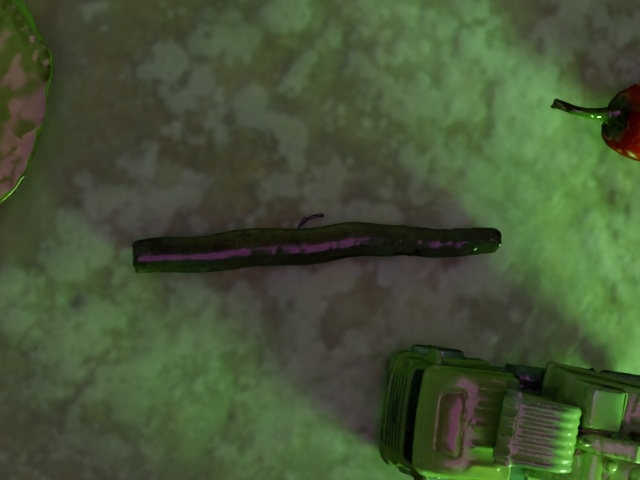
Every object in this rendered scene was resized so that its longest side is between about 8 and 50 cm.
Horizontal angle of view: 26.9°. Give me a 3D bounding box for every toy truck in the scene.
[{"bbox_3d":[0.140,0.117,0.812,0.191,0.116,0.085,9,88,-11],"label":"toy truck"}]

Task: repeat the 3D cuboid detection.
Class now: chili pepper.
[{"bbox_3d":[0.239,-0.069,0.861,0.191,0.050,0.059,7,73,-18],"label":"chili pepper"}]

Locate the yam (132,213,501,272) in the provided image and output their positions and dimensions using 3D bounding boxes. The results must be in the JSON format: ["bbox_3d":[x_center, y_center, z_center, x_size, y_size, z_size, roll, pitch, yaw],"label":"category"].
[{"bbox_3d":[0.000,0.002,0.832,0.234,0.029,0.027,-3,118,-12],"label":"yam"}]

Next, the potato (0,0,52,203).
[{"bbox_3d":[-0.219,-0.109,0.775,0.119,0.054,0.197,-19,90,-6],"label":"potato"}]
